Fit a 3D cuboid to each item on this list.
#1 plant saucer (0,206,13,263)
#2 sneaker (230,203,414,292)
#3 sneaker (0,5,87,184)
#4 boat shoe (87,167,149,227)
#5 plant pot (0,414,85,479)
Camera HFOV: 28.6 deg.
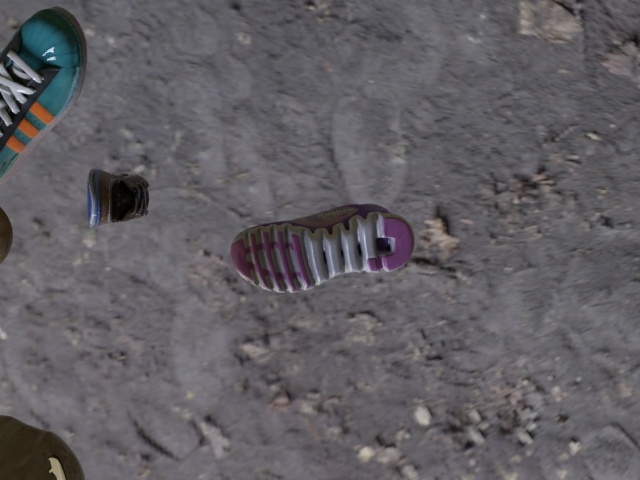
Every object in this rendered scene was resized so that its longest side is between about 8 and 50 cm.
[{"bbox_3d":[-0.318,0.000,1.128,0.083,0.083,0.015,-66,28,13],"label":"plant saucer"},{"bbox_3d":[0.000,0.000,1.642,0.236,0.104,0.095,-8,115,-3],"label":"sneaker"},{"bbox_3d":[-0.398,-0.160,1.572,0.108,0.121,0.302,42,121,5],"label":"sneaker"},{"bbox_3d":[-0.236,-0.054,1.482,0.066,0.183,0.066,2,100,-3],"label":"boat shoe"},{"bbox_3d":[-0.380,0.379,1.439,0.334,0.334,0.305,29,132,21],"label":"plant pot"}]
